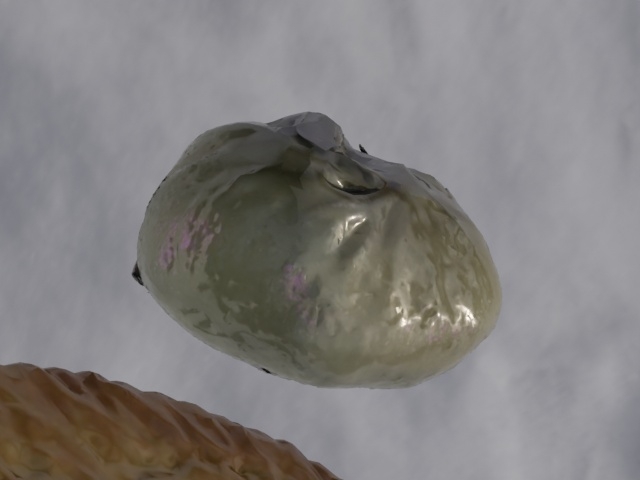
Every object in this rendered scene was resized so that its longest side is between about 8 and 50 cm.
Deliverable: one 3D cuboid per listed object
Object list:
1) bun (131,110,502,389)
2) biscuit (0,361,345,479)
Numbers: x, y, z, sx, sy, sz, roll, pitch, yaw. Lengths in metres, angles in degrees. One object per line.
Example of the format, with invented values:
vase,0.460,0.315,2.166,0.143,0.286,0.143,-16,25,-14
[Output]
bun,0.000,0.002,1.279,0.272,0.273,0.168,16,112,-11
biscuit,-0.023,0.134,0.354,0.305,0.038,0.305,28,25,-14
